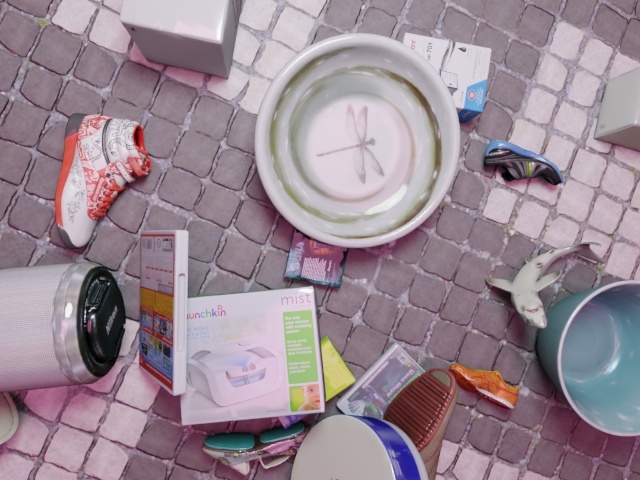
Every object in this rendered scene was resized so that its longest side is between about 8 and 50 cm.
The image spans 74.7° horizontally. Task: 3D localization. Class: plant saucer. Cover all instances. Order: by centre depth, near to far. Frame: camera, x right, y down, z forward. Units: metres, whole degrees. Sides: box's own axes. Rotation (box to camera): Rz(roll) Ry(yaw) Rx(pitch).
[{"bbox_3d":[0.070,-0.187,0.838,0.401,0.100,0.400,-2,101,-8],"label":"plant saucer"}]

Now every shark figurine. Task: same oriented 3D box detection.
[{"bbox_3d":[0.496,0.095,0.942,0.278,0.166,0.116,-39,120,-22],"label":"shark figurine"}]

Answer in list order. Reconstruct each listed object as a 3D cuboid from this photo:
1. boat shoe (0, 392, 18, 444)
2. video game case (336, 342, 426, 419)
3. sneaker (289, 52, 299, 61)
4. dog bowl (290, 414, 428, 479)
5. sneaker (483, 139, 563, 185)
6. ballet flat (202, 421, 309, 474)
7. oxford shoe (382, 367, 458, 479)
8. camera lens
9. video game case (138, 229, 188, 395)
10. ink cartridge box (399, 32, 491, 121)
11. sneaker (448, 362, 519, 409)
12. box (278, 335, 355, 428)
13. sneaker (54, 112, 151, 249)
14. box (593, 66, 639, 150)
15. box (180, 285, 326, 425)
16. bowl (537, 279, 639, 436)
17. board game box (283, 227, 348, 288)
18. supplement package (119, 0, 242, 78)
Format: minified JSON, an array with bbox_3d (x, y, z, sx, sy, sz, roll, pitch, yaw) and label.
[{"bbox_3d":[-0.741,0.293,0.788,0.340,0.127,0.113,36,116,-13],"label":"boat shoe"},{"bbox_3d":[0.161,0.353,0.927,0.190,0.022,0.173,-45,95,-4],"label":"video game case"},{"bbox_3d":[-0.044,-0.291,0.868,0.064,0.086,0.192,-2,91,-6],"label":"sneaker"},{"bbox_3d":[0.066,0.472,0.791,0.104,0.265,0.264,27,87,-39],"label":"dog bowl"},{"bbox_3d":[0.452,-0.164,0.943,0.188,0.067,0.078,19,110,-8],"label":"sneaker"},{"bbox_3d":[-0.131,0.438,0.873,0.222,0.077,0.079,-5,94,-10],"label":"ballet flat"},{"bbox_3d":[0.196,0.431,0.880,0.130,0.123,0.348,32,91,-27],"label":"oxford shoe"},{"bbox_3d":[-0.516,0.154,0.753,0.275,0.219,0.219,-4,91,-6],"label":"camera lens"},{"bbox_3d":[-0.302,0.122,0.796,0.025,0.204,0.284,1,90,-40],"label":"video game case"},{"bbox_3d":[0.252,-0.347,0.904,0.191,0.082,0.139,7,90,-7],"label":"ink cartridge box"},{"bbox_3d":[0.362,0.313,0.939,0.175,0.064,0.067,30,67,-11],"label":"sneaker"},{"bbox_3d":[-0.028,0.301,0.896,0.178,0.042,0.109,-34,93,-4],"label":"box"},{"bbox_3d":[-0.421,-0.113,0.827,0.145,0.090,0.269,4,87,-4],"label":"sneaker"},{"bbox_3d":[0.807,-0.270,0.944,0.311,0.121,0.147,13,90,-6],"label":"box"},{"bbox_3d":[-0.128,0.214,0.821,0.262,0.127,0.230,-5,83,1],"label":"box"},{"bbox_3d":[0.605,0.232,0.905,0.312,0.163,0.311,0,91,-7],"label":"bowl"},{"bbox_3d":[0.000,0.000,0.905,0.126,0.026,0.186,13,89,-6],"label":"board game box"},{"bbox_3d":[-0.243,-0.498,0.800,0.178,0.175,0.292,10,89,-8],"label":"supplement package"}]
